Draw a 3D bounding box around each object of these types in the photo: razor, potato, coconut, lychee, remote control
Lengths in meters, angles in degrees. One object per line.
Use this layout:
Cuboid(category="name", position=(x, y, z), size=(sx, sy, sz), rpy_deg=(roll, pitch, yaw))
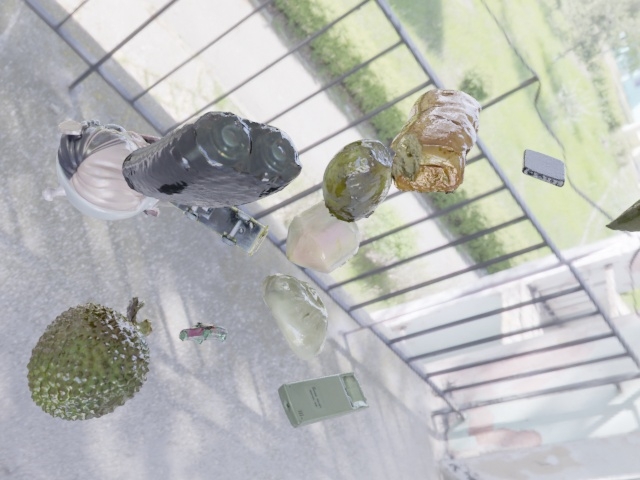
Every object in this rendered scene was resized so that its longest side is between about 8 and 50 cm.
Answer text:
Cuboid(category="razor", position=(-0.184, -0.112, 0.982), size=(0.189, 0.326, 0.107), rpy_deg=(12, 81, -35))
Cuboid(category="potato", position=(0.076, -0.119, 1.305), size=(0.149, 0.251, 0.113), rpy_deg=(-5, 69, -12))
Cuboid(category="coconut", position=(0.000, 0.000, 1.502), size=(0.171, 0.182, 0.171), rpy_deg=(52, -8, 10))
Cuboid(category="lychee", position=(-0.533, 0.276, 1.470), size=(0.270, 0.269, 0.320), rpy_deg=(63, 8, -6))
Cuboid(category="remote control", position=(0.015, 0.437, 1.740), size=(0.285, 0.038, 0.124), rpy_deg=(0, 55, -44))

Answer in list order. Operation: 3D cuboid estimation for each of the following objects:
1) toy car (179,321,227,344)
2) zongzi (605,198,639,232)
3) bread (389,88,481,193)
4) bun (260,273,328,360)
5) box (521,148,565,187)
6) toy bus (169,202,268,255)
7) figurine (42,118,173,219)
Cuboid(category="toy car", position=(-0.309, 0.242, 1.645), size=(0.069, 0.142, 0.055), rpy_deg=(23, 62, -53))
Cuboid(category="zongzi", position=(0.881, -0.129, 1.439), size=(0.356, 0.392, 0.174), rpy_deg=(47, 32, -64))
Cuboid(category="bread", position=(0.290, -0.257, 1.549), size=(0.344, 0.195, 0.149), rpy_deg=(-61, 144, -49))
Cuboid(category="bun", position=(-0.042, 0.140, 1.227), size=(0.183, 0.102, 0.183), rpy_deg=(59, -8, 14))
Cuboid(category="box", position=(0.642, -0.210, 1.805), size=(0.126, 0.027, 0.125), rpy_deg=(21, 41, 4))
Cuboid(category="toy bus", position=(-0.227, -0.053, 1.384), size=(0.226, 0.081, 0.074), rpy_deg=(30, -1, 10))
Cuboid(category="figurine", position=(-0.467, -0.150, 1.512), size=(0.253, 0.211, 0.361), rpy_deg=(37, 10, 16))
